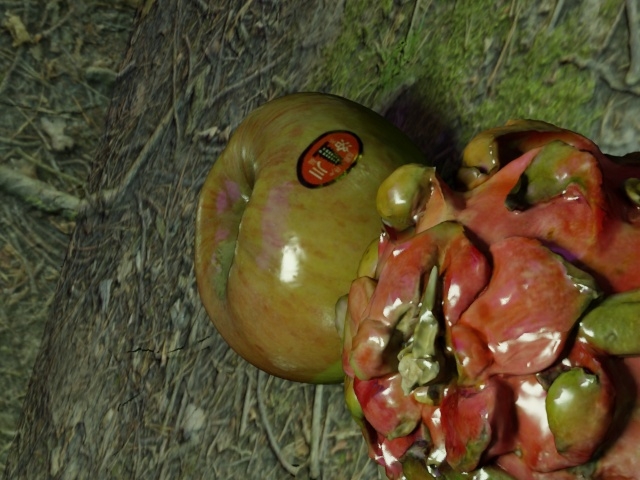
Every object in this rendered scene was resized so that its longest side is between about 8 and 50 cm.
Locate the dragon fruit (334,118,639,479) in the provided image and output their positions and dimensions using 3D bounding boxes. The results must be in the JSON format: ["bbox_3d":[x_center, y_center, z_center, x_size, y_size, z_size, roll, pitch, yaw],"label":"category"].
[{"bbox_3d":[0.141,0.047,1.082,0.314,0.263,0.296,-53,19,32],"label":"dragon fruit"}]

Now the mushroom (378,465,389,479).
[{"bbox_3d":[0.093,0.158,1.292,0.128,0.128,0.350,-40,39,47],"label":"mushroom"}]

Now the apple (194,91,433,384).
[{"bbox_3d":[0.000,0.000,1.530,0.261,0.194,0.261,-46,34,45],"label":"apple"}]
